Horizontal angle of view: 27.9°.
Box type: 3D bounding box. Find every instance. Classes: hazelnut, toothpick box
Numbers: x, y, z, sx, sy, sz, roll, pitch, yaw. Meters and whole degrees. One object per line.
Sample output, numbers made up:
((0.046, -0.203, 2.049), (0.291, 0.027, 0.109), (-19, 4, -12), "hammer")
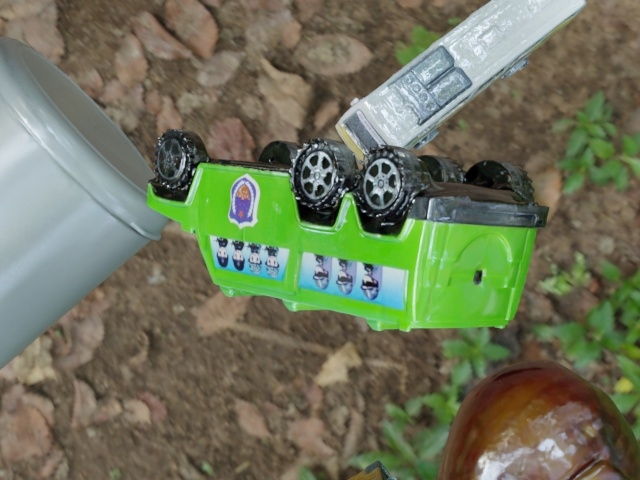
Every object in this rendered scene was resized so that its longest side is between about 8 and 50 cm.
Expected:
((0.210, 0.234, 1.277), (0.229, 0.229, 0.230), (-9, 115, -21), "hazelnut")
((-0.305, 0.005, 1.061), (0.316, 0.229, 0.229), (-41, 122, 4), "toothpick box")

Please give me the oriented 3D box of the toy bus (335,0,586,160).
((0.181, -0.220, 1.640), (0.342, 0.138, 0.097), (-38, 90, -13), "toy bus")

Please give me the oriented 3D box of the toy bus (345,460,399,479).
((0.052, 0.409, 1.518), (0.194, 0.323, 0.162), (-31, 102, 4), "toy bus")

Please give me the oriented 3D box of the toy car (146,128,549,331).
((0.002, -0.006, 0.484), (0.071, 0.165, 0.063), (3, 94, -44), "toy car")
